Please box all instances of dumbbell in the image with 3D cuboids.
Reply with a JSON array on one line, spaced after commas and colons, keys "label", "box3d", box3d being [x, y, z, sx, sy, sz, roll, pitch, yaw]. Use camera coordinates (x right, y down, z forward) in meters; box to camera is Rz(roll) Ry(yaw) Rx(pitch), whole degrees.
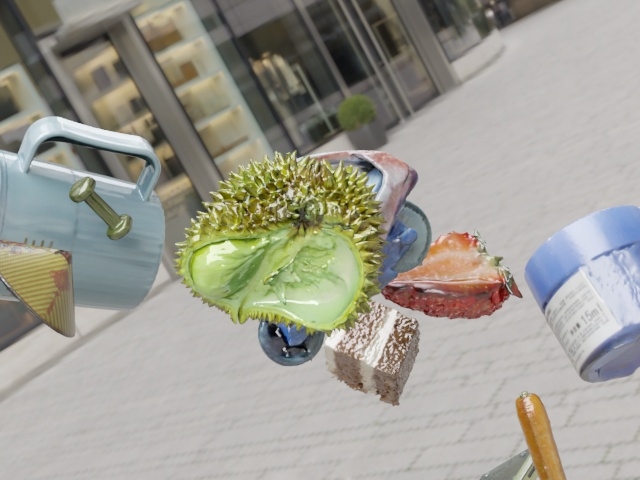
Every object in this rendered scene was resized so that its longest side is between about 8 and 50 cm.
[{"label": "dumbbell", "box3d": [-0.361, -0.053, 1.550, 0.046, 0.118, 0.052, -21, 38, 24]}]

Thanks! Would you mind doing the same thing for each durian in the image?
[{"label": "durian", "box3d": [-0.033, 0.000, 1.060, 0.237, 0.200, 0.176, -4, 47, 25]}]

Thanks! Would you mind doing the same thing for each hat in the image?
[{"label": "hat", "box3d": [-0.395, 0.044, 1.367, 0.082, 0.193, 0.193, -42, 10, -3]}]

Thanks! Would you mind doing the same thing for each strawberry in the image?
[{"label": "strawberry", "box3d": [0.203, 0.082, 1.527, 0.228, 0.098, 0.174, -20, 46, -28]}]

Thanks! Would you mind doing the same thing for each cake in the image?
[{"label": "cake", "box3d": [0.087, 0.189, 1.625, 0.135, 0.147, 0.134, 86, -155, -55]}]

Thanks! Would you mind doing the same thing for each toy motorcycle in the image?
[{"label": "toy motorcycle", "box3d": [-0.005, 0.004, 1.348, 0.319, 0.241, 0.182, -40, -16, -15]}]

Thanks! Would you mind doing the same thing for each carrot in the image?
[{"label": "carrot", "box3d": [0.327, 0.332, 1.331, 0.043, 0.247, 0.043, -16, -8, -2]}]

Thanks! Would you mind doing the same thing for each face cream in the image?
[{"label": "face cream", "box3d": [0.510, 0.099, 1.623, 0.249, 0.225, 0.249, -17, -30, -10]}]

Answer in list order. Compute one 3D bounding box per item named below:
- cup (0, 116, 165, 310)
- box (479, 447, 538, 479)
[{"label": "cup", "box3d": [-0.459, -0.042, 1.690, 0.311, 0.331, 0.257, 12, -2, -34]}, {"label": "box", "box3d": [0.348, 0.523, 1.901, 0.211, 0.045, 0.270, -45, -6, 40]}]
